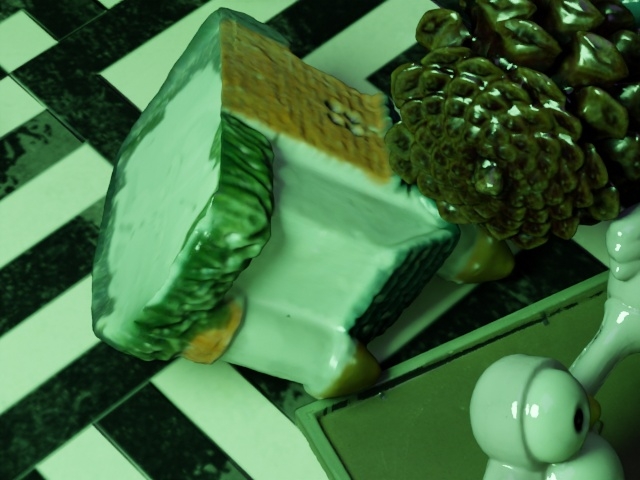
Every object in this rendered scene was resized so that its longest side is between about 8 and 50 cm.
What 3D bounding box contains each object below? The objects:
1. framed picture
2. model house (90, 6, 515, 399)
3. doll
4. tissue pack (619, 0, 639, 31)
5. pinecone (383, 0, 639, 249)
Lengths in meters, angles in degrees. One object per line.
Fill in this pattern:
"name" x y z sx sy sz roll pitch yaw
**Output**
"framed picture" 0.170 0.153 1.266 0.315 0.024 0.232 -22 55 -15
"model house" 0.000 0.000 1.317 0.301 0.190 0.271 21 33 -18
"doll" 0.202 0.086 1.206 0.094 0.160 0.365 11 47 37
"tissue pack" 0.311 -0.204 1.371 0.206 0.198 0.287 -32 20 2
"pinecone" 0.153 -0.100 1.233 0.207 0.208 0.208 -1 53 1
